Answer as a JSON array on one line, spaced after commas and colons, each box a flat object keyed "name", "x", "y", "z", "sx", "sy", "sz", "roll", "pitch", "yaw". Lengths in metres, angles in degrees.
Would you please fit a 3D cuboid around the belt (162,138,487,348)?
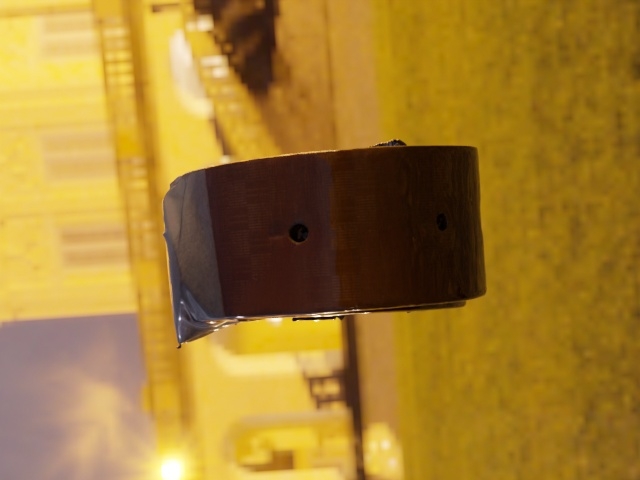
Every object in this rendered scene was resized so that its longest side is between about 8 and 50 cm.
[{"name": "belt", "x": 0.000, "y": 0.000, "z": 1.097, "sx": 0.261, "sy": 0.184, "sz": 0.105, "roll": 179, "pitch": 85, "yaw": -76}]
